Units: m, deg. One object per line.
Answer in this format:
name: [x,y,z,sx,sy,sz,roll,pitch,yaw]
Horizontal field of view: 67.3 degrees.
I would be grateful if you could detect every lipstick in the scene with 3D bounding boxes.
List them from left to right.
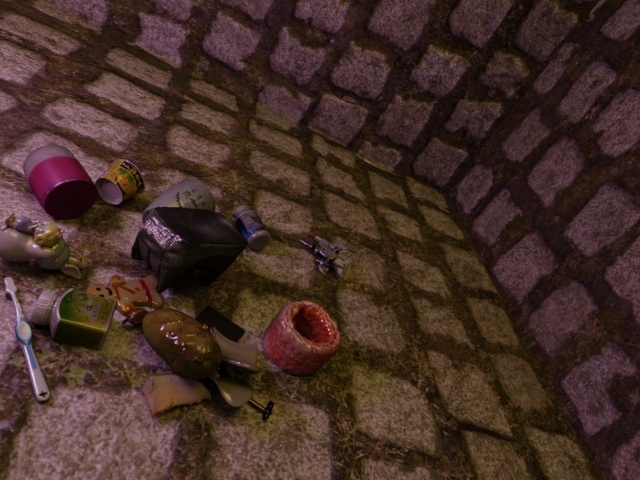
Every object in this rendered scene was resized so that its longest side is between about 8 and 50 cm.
lipstick: [-0.001,0.001,2.309,0.129,0.030,0.030,35,30,2]

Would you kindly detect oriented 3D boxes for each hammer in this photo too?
hammer: [-0.221,0.468,1.437,0.178,0.021,0.065,32,29,2]

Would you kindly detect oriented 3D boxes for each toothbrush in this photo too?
toothbrush: [-0.753,0.242,1.224,0.040,0.040,0.386,-4,47,-47]

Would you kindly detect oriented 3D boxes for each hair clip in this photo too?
hair clip: [-0.255,0.380,1.435,0.173,0.113,0.282,27,0,-22]

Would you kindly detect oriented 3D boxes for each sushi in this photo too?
sushi: [-0.545,0.226,1.439,0.099,0.047,0.050,7,81,-56]

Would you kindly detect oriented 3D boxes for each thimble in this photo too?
thimble: [-0.066,0.332,1.643,0.239,0.162,0.239,23,35,-17]

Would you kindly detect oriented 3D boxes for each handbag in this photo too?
handbag: [-0.445,0.029,1.609,0.247,0.240,0.341,45,24,24]

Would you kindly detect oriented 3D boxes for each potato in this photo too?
potato: [-0.395,0.281,1.369,0.298,0.141,0.176,34,-6,31]

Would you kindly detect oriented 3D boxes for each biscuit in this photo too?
biscuit: [-0.603,0.166,1.490,0.234,0.030,0.153,3,40,-43]

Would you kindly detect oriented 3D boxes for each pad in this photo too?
pad: [-0.361,0.320,1.523,0.160,0.009,0.265,35,31,1]

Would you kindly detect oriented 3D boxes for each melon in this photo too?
melon: [-0.388,0.413,1.321,0.182,0.054,0.098,2,47,-50]

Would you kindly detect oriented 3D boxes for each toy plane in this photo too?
toy plane: [0.014,0.058,2.190,0.262,0.088,0.192,35,57,9]

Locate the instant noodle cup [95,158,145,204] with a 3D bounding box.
instant noodle cup: [-0.752,-0.211,1.787,0.151,0.151,0.122,34,40,-1]

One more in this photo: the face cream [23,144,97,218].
face cream: [-0.870,-0.196,1.607,0.175,0.175,0.195,-10,50,-50]

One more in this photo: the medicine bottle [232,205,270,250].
medicine bottle: [-0.295,-0.057,2.031,0.107,0.107,0.191,1,44,-44]

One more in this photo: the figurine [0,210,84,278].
figurine: [-0.798,0.017,1.400,0.236,0.155,0.127,23,18,-28]

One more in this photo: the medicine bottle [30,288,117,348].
medicine bottle: [-0.670,0.205,1.306,0.189,0.088,0.132,21,33,-23]

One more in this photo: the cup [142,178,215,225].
cup: [-0.517,-0.075,1.807,0.258,0.186,0.234,58,36,-14]
